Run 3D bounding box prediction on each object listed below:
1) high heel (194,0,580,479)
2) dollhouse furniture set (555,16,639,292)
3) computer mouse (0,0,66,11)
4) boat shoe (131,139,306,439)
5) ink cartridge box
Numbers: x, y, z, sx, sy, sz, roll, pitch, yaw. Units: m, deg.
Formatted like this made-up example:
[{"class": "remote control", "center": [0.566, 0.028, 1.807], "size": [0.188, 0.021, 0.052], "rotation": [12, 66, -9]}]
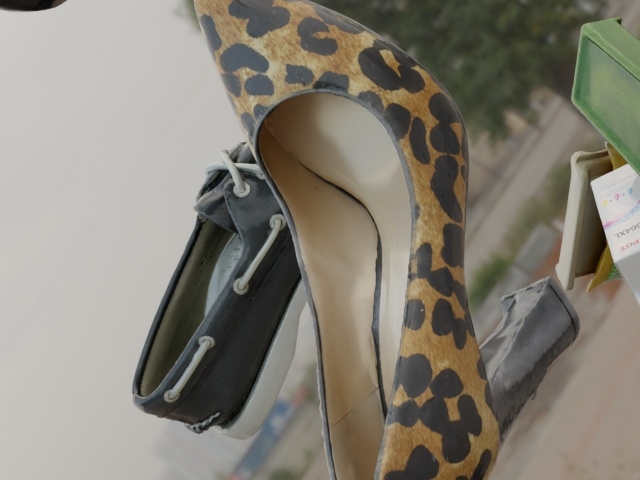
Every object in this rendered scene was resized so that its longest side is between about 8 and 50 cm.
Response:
[{"class": "high heel", "center": [0.000, 0.000, 0.835], "size": [0.093, 0.261, 0.186], "rotation": [-38, 5, 43]}, {"class": "dollhouse furniture set", "center": [0.348, -0.060, 1.736], "size": [0.197, 0.151, 0.301], "rotation": [-13, -52, -21]}, {"class": "computer mouse", "center": [-0.174, -0.241, 1.176], "size": [0.072, 0.188, 0.272], "rotation": [-47, 12, 34]}, {"class": "boat shoe", "center": [-0.046, -0.008, 1.282], "size": [0.114, 0.091, 0.302], "rotation": [24, 98, 63]}, {"class": "ink cartridge box", "center": [0.317, -0.002, 1.686], "size": [0.092, 0.090, 0.143], "rotation": [-27, 35, 15]}]
